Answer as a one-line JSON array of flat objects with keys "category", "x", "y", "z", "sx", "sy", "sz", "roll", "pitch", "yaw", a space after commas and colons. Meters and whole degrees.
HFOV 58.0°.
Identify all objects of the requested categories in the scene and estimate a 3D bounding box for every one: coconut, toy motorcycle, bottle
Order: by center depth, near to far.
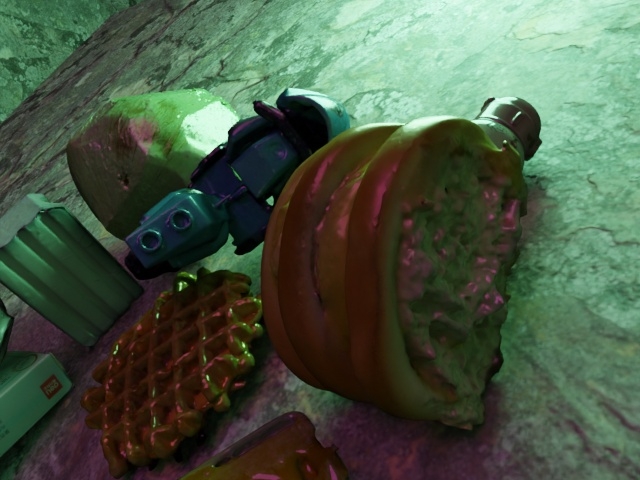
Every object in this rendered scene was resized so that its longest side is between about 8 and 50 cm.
[{"category": "bottle", "x": 0.206, "y": -0.097, "z": 0.772, "sx": 0.233, "sy": 0.110, "sz": 0.110, "roll": -47, "pitch": 39, "yaw": -18}, {"category": "toy motorcycle", "x": -0.107, "y": -0.091, "z": 0.841, "sx": 0.416, "sy": 0.172, "sz": 0.232, "roll": -35, "pitch": -3, "yaw": -18}, {"category": "coconut", "x": -0.287, "y": -0.122, "z": 1.041, "sx": 0.328, "sy": 0.281, "sz": 0.328, "roll": 6, "pitch": 51, "yaw": -7}]

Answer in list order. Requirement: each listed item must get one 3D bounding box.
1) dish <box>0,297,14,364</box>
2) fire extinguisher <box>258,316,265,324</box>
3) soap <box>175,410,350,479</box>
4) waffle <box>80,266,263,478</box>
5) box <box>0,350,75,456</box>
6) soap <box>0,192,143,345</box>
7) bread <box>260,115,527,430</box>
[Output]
[{"category": "dish", "x": -0.534, "y": 0.162, "z": 0.900, "sx": 0.246, "sy": 0.078, "sz": 0.224, "roll": -21, "pitch": 55, "yaw": 65}, {"category": "fire extinguisher", "x": -0.094, "y": 0.115, "z": 0.842, "sx": 0.083, "sy": 0.022, "sz": 0.028, "roll": -3, "pitch": 85, "yaw": 34}, {"category": "soap", "x": -0.066, "y": 0.303, "z": 0.454, "sx": 0.281, "sy": 0.143, "sz": 0.259, "roll": -27, "pitch": 39, "yaw": -20}, {"category": "waffle", "x": -0.210, "y": 0.163, "z": 0.822, "sx": 0.329, "sy": 0.062, "sz": 0.329, "roll": -25, "pitch": 41, "yaw": 24}, {"category": "box", "x": -0.527, "y": 0.283, "z": 0.886, "sx": 0.135, "sy": 0.079, "sz": 0.269, "roll": -4, "pitch": 31, "yaw": 34}, {"category": "soap", "x": -0.432, "y": 0.055, "z": 0.973, "sx": 0.094, "sy": 0.261, "sz": 0.150, "roll": 23, "pitch": 63, "yaw": 38}, {"category": "bread", "x": 0.056, "y": 0.020, "z": 0.608, "sx": 0.270, "sy": 0.211, "sz": 0.315, "roll": 11, "pitch": 89, "yaw": 39}]
